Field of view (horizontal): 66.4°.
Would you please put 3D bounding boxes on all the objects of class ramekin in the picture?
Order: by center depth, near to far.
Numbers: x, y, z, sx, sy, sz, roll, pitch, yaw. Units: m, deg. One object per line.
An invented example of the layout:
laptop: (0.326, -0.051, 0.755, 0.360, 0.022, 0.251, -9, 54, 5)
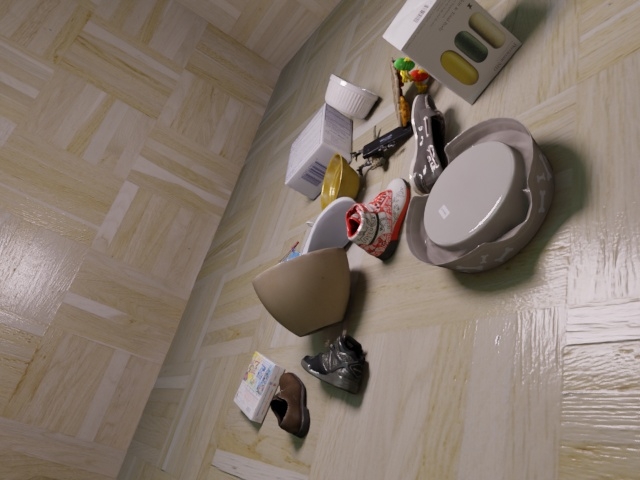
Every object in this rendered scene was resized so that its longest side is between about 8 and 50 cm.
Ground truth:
ramekin: (0.115, -0.563, 1.929, 0.109, 0.207, 0.207, -64, 21, 20)

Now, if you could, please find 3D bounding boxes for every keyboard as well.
keyboard: (0.217, -0.318, 1.587, 0.180, 0.023, 0.108, -27, 29, 23)

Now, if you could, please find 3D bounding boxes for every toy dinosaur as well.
toy dinosaur: (0.168, -0.297, 1.695, 0.118, 0.064, 0.268, -34, 32, 23)

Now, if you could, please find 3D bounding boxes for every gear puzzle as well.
gear puzzle: (0.261, -0.467, 1.565, 0.044, 0.175, 0.339, -7, 33, 8)

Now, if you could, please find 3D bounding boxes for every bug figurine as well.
bug figurine: (0.314, -0.601, 1.506, 0.072, 0.216, 0.279, 36, 125, 28)

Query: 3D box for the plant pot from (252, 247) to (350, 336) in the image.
plant pot: (-0.029, 0.162, 1.390, 0.284, 0.284, 0.191, -36, 70, 47)

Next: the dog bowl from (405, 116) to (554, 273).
dog bowl: (0.335, -0.086, 1.049, 0.349, 0.102, 0.348, -47, 26, 32)

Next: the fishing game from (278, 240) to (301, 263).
fishing game: (-0.136, 0.122, 1.897, 0.189, 0.041, 0.264, -46, 28, 28)

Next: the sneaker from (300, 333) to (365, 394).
sneaker: (0.038, 0.307, 1.266, 0.227, 0.087, 0.130, -5, 58, 60)

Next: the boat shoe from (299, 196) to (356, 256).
boat shoe: (0.007, 0.004, 1.630, 0.156, 0.136, 0.367, -110, 42, -64)

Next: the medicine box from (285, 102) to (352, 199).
medicine box: (-0.005, -0.367, 2.021, 0.263, 0.149, 0.289, -43, 29, 38)

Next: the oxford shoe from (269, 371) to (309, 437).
oxford shoe: (-0.096, 0.444, 1.379, 0.083, 0.096, 0.227, -59, 21, 13)

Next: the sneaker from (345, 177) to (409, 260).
sneaker: (0.158, -0.090, 1.371, 0.090, 0.145, 0.270, -25, 42, 55)

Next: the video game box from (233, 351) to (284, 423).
video game box: (-0.208, 0.483, 1.633, 0.205, 0.048, 0.187, 2, 68, 65)

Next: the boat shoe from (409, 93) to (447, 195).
boat shoe: (0.309, -0.271, 1.326, 0.095, 0.112, 0.335, -15, 54, 38)

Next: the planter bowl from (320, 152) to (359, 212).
planter bowl: (0.077, -0.188, 1.695, 0.217, 0.090, 0.217, -170, 90, -75)

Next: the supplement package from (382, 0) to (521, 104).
supplement package: (0.348, -0.544, 1.322, 0.199, 0.263, 0.198, -52, 25, 22)
